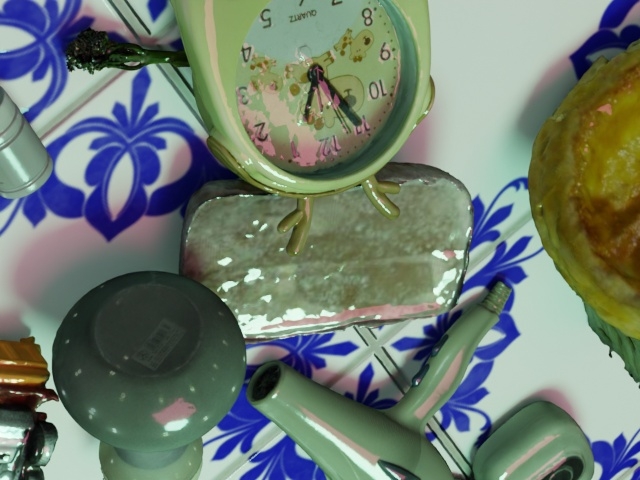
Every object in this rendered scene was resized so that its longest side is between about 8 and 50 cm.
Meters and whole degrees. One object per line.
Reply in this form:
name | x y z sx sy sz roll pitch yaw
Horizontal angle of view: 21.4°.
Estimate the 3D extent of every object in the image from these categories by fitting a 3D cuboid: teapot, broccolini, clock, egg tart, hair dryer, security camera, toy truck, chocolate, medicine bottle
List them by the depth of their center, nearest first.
medicine bottle | -0.280 -0.087 1.488 0.058 0.058 0.091 -36 132 -8
clock | -0.011 -0.147 1.547 0.235 0.096 0.308 -19 110 -23
broccolini | -0.136 -0.164 1.554 0.218 0.044 0.042 2 102 -40
toy truck | -0.338 0.227 1.613 0.114 0.135 0.270 9 109 -34
teapot | -0.163 0.153 1.635 0.183 0.183 0.251 -23 149 -19
chocolate | 0.000 0.000 1.697 0.303 0.100 0.185 -7 129 -19
egg tart | 0.412 -0.047 1.804 0.388 0.388 0.169 -36 164 -8
hair dryer | 0.057 0.161 1.866 0.296 0.119 0.298 14 95 -34
security camera | 0.199 0.323 2.063 0.301 0.080 0.157 -36 133 -4

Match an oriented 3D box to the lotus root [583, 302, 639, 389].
lotus root | 0.465 0.074 1.916 0.260 0.267 0.149 -24 129 -5
